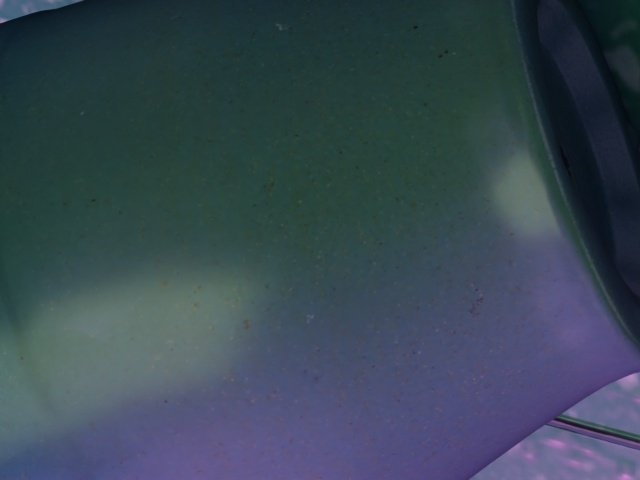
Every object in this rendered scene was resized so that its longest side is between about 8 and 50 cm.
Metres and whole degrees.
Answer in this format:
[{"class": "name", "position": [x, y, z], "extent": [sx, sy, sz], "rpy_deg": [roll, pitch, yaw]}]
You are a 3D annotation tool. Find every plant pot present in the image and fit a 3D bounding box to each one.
[{"class": "plant pot", "position": [0.000, 0.000, 0.811], "extent": [0.255, 0.271, 0.271], "rpy_deg": [-18, 101, 18]}]
